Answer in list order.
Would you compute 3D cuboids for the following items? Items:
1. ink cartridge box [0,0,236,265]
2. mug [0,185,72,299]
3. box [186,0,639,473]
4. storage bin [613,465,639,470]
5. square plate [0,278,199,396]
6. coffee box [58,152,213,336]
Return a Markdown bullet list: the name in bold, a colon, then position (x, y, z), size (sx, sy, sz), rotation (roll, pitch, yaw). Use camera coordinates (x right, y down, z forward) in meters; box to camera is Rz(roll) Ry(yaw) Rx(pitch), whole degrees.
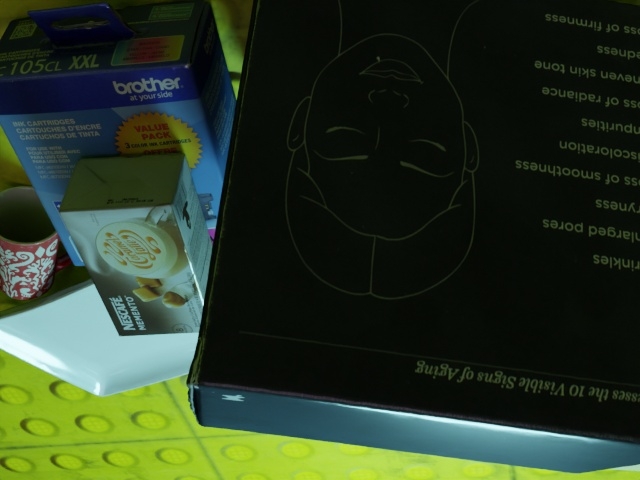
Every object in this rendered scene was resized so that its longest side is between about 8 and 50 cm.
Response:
- **ink cartridge box**: position (-0.252, -0.153, 1.105), size (0.270, 0.151, 0.395), rotation (-4, 135, 8)
- **mug**: position (-0.448, 0.018, 1.325), size (0.150, 0.113, 0.169), rotation (21, 139, -3)
- **box**: position (0.129, -0.015, 0.937), size (0.480, 0.471, 0.297), rotation (9, 159, -4)
- **storage bin**: position (0.528, 0.311, 1.554), size (0.262, 0.123, 0.260), rotation (4, 137, 1)
- **square plate**: position (-0.370, 0.166, 1.489), size (0.347, 0.049, 0.344), rotation (-18, 144, 23)
- **coffee box**: position (-0.223, 0.012, 1.095), size (0.141, 0.098, 0.246), rotation (-2, 137, 6)
